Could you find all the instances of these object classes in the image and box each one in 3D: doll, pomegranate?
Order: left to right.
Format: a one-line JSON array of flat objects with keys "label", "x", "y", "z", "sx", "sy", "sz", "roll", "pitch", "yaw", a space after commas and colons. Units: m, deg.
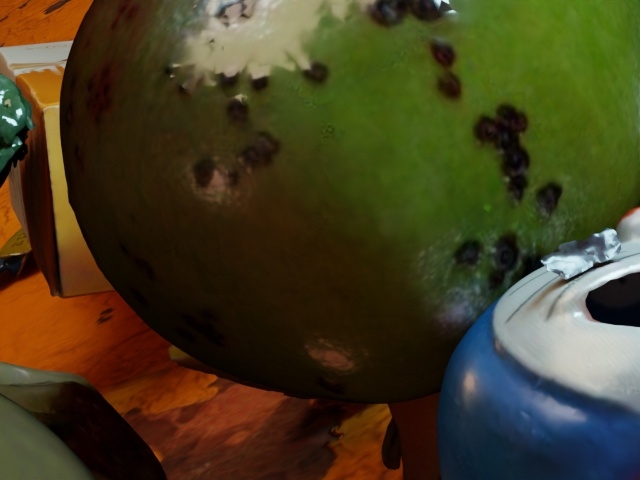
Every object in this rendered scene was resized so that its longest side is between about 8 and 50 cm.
[{"label": "pomegranate", "x": 0.037, "y": -0.027, "z": 0.771, "sx": 0.291, "sy": 0.323, "sz": 0.291, "roll": -25, "pitch": 6, "yaw": 3}, {"label": "doll", "x": 0.140, "y": 0.090, "z": 0.595, "sx": 0.215, "sy": 0.161, "sz": 0.257, "roll": -8, "pitch": 23, "yaw": -23}]

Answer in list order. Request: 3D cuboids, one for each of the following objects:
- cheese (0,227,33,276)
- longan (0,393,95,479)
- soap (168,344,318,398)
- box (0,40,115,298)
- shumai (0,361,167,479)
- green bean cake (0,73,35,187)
[{"label": "cheese", "x": -0.237, "y": -0.028, "z": 1.597, "sx": 0.250, "sy": 0.064, "sz": 0.156, "roll": -34, "pitch": 16, "yaw": 22}, {"label": "longan", "x": -0.233, "y": 0.187, "z": 0.682, "sx": 0.361, "sy": 0.361, "sz": 0.361, "roll": -27, "pitch": 19, "yaw": 10}, {"label": "soap", "x": 0.000, "y": 0.000, "z": 1.021, "sx": 0.080, "sy": 0.160, "sz": 0.257, "roll": -19, "pitch": 21, "yaw": 36}, {"label": "box", "x": -0.122, "y": -0.072, "z": 1.298, "sx": 0.225, "sy": 0.143, "sz": 0.341, "roll": -8, "pitch": 16, "yaw": -14}, {"label": "shumai", "x": -0.261, "y": 0.122, "z": 1.019, "sx": 0.283, "sy": 0.217, "sz": 0.346, "roll": -23, "pitch": 17, "yaw": 24}, {"label": "green bean cake", "x": -0.286, "y": -0.028, "z": 1.148, "sx": 0.193, "sy": 0.107, "sz": 0.208, "roll": -59, "pitch": 7, "yaw": -17}]
